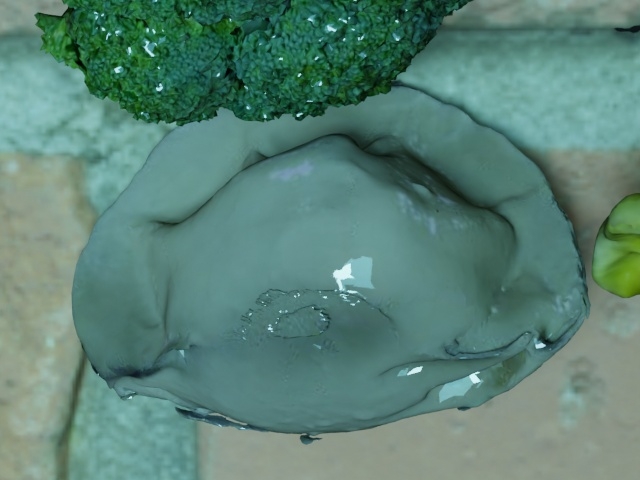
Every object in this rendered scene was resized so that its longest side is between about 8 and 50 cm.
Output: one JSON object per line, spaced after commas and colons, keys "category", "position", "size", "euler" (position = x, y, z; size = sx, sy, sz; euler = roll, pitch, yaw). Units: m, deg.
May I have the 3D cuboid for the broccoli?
{"category": "broccoli", "position": [-0.035, -0.180, 0.690], "size": [0.270, 0.270, 0.270], "euler": [27, 103, 27]}

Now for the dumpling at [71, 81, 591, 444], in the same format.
{"category": "dumpling", "position": [0.000, 0.000, 0.776], "size": [0.247, 0.142, 0.173], "euler": [-3, 66, 9]}

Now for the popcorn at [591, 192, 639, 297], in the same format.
{"category": "popcorn", "position": [0.243, 0.018, 0.723], "size": [0.216, 0.181, 0.235], "euler": [-24, 113, -6]}
